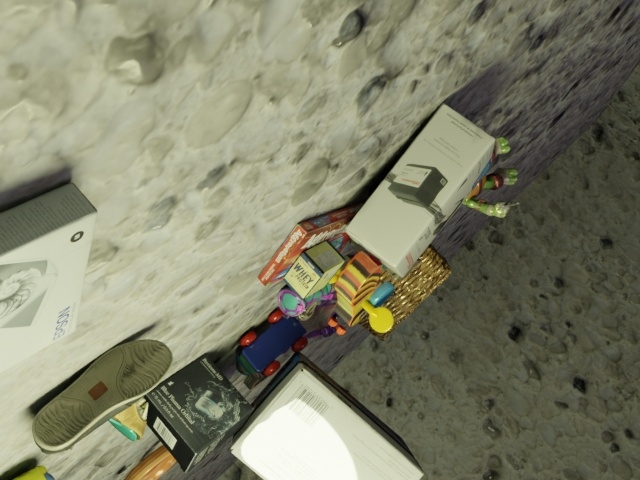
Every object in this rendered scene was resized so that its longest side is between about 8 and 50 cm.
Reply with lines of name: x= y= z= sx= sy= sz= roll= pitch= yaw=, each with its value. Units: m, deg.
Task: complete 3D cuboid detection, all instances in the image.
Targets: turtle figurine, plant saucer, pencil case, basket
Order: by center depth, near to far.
pencil case: x=-0.032 y=0.121 z=1.519 sx=0.151 sy=0.070 sz=0.064 roll=-23 pitch=146 yaw=-59
turtle figurine: x=0.446 y=-0.171 z=1.764 sx=0.266 sy=0.198 sz=0.275 roll=-35 pitch=168 yaw=-45
plant saucer: x=-0.444 y=0.599 z=1.813 sx=0.200 sy=0.037 sz=0.200 roll=-40 pitch=165 yaw=-13
basket: x=0.174 y=0.083 z=1.934 sx=0.299 sy=0.223 sz=0.213 roll=-47 pitch=-159 yaw=10

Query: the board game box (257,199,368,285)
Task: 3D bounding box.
board game box: x=0.000 y=0.000 z=1.351 sx=0.145 sy=0.027 sz=0.281 roll=-53 pitch=164 yaw=29

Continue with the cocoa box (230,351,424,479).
cocoa box: x=0.009 y=0.449 z=1.506 sx=0.231 sy=0.347 sz=0.228 roll=-49 pitch=-176 yaw=-1

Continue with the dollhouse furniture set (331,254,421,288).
dollhouse furniture set: x=0.135 y=0.074 z=1.730 sx=0.184 sy=0.129 sz=0.129 roll=-48 pitch=166 yaw=12

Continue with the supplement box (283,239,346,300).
supplement box: x=-0.011 y=0.056 z=1.305 sx=0.083 sy=0.056 sz=0.083 roll=-27 pitch=159 yaw=-50

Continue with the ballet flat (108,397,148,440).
ballet flat: x=-0.325 y=0.287 z=1.170 sx=0.073 sy=0.080 sz=0.232 roll=-51 pitch=170 yaw=-23

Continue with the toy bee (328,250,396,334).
toy bee: x=0.085 y=0.136 z=1.491 sx=0.162 sy=0.195 sz=0.298 roll=-47 pitch=139 yaw=-3

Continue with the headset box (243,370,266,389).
headset box: x=-0.176 y=0.381 z=1.946 sx=0.083 sy=0.032 sz=0.062 roll=-28 pitch=158 yaw=-47

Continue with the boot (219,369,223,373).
boot: x=-0.272 y=0.400 z=1.601 sx=0.115 sy=0.112 sz=0.305 roll=-22 pitch=158 yaw=-33

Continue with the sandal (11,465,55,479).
sandal: x=-0.505 y=0.493 z=1.135 sx=0.126 sy=0.138 sz=0.317 roll=-20 pitch=150 yaw=-55

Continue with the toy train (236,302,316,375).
toy train: x=-0.089 y=0.220 z=1.608 sx=0.248 sy=0.105 sz=0.143 roll=-38 pitch=176 yaw=-30

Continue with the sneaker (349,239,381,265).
sneaker: x=0.186 y=-0.023 z=1.614 sx=0.279 sy=0.118 sz=0.107 roll=-34 pitch=163 yaw=-36

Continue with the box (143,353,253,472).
box: x=-0.247 y=0.338 z=1.364 sx=0.158 sy=0.156 sz=0.093 roll=-31 pitch=160 yaw=-43

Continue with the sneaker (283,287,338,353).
sneaker: x=-0.016 y=0.217 z=1.774 sx=0.236 sy=0.104 sz=0.095 roll=-43 pitch=167 yaw=-1

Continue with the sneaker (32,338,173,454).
sneaker: x=-0.326 y=0.229 z=1.025 sx=0.222 sy=0.083 sz=0.118 roll=-33 pitch=173 yaw=-31

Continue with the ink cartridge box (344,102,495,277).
ink cartridge box: x=0.203 y=-0.088 z=1.384 sx=0.307 sy=0.129 sz=0.223 roll=-52 pitch=167 yaw=0

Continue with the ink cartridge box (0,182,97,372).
ink cartridge box: x=-0.317 y=0.069 z=0.620 sx=0.224 sy=0.045 sz=0.223 roll=-32 pitch=162 yaw=-39
